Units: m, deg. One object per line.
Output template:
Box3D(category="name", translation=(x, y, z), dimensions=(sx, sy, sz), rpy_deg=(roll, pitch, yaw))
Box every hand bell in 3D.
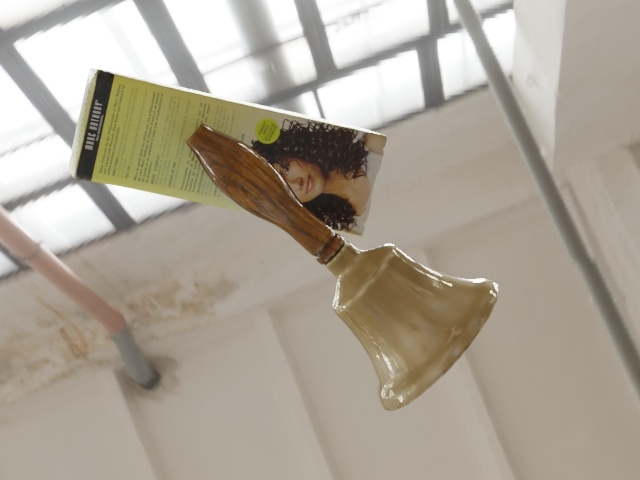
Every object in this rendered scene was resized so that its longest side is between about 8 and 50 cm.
Box3D(category="hand bell", translation=(0.000, 0.000, 0.979), dimensions=(0.242, 0.126, 0.126), rpy_deg=(41, -100, -7))

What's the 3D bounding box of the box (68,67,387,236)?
Box3D(category="box", translation=(-0.071, -0.069, 1.036), dimensions=(0.232, 0.058, 0.087), rpy_deg=(10, -82, -16))
